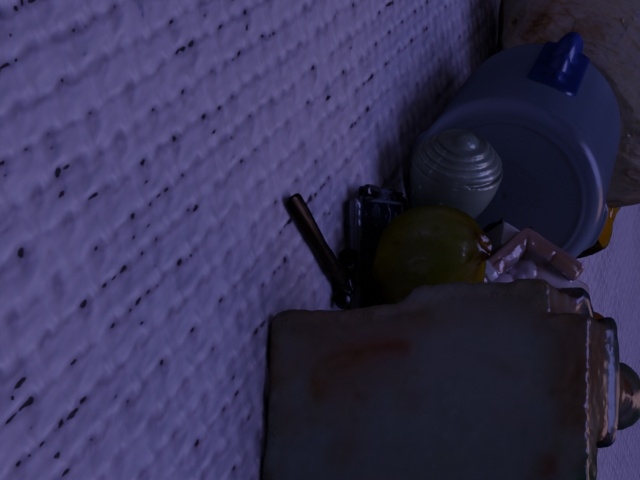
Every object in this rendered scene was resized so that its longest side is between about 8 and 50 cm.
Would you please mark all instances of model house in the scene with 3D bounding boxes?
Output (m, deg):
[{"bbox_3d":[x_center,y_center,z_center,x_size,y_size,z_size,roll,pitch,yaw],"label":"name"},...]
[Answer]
[{"bbox_3d":[0.137,0.172,1.278,0.280,0.312,0.245,29,59,-65],"label":"model house"}]

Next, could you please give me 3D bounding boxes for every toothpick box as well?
[{"bbox_3d":[0.270,-0.131,1.750,0.354,0.263,0.263,-53,138,-61],"label":"toothpick box"}]

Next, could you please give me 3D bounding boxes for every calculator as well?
[{"bbox_3d":[0.066,0.078,1.491,0.166,0.028,0.274,1,88,-70],"label":"calculator"}]

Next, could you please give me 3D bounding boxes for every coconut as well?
[{"bbox_3d":[0.425,-0.256,2.030,0.344,0.416,0.415,66,29,-64],"label":"coconut"}]

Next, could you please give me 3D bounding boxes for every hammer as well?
[{"bbox_3d":[0.000,0.000,1.335,0.178,0.021,0.065,56,37,-51],"label":"hammer"}]

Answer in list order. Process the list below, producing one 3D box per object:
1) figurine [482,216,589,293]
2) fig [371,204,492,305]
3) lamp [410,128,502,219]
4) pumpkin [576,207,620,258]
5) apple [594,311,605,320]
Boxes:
[{"bbox_3d":[0.189,0.096,1.542,0.236,0.141,0.162,-49,-175,-24],"label":"figurine"},{"bbox_3d":[0.113,0.028,1.428,0.153,0.121,0.135,94,-2,-73],"label":"fig"},{"bbox_3d":[0.148,-0.043,1.575,0.106,0.106,0.193,-64,168,-51],"label":"lamp"},{"bbox_3d":[0.424,-0.128,2.336,0.222,0.139,0.317,-57,138,-52],"label":"pumpkin"},{"bbox_3d":[0.382,0.190,2.154,0.199,0.199,0.199,-1,90,-70],"label":"apple"}]
